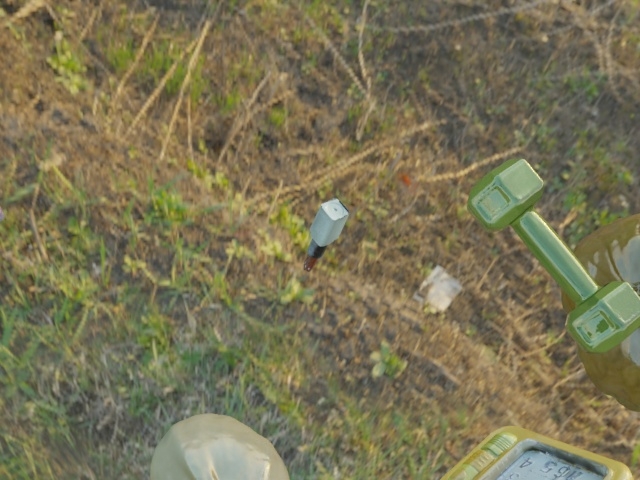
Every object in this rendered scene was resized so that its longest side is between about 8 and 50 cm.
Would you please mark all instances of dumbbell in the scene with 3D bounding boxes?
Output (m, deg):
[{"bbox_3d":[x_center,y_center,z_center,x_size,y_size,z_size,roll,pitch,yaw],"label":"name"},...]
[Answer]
[{"bbox_3d":[0.335,0.022,1.524,0.302,0.121,0.108,51,31,9],"label":"dumbbell"}]

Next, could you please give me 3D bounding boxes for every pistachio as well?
[{"bbox_3d":[-0.157,0.382,1.668,0.208,0.226,0.332,-49,33,-3],"label":"pistachio"}]

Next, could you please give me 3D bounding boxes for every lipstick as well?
[{"bbox_3d":[0.000,0.000,1.150,0.025,0.107,0.025,-23,62,-36],"label":"lipstick"}]

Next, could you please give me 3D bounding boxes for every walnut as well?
[{"bbox_3d":[0.589,0.127,1.835,0.308,0.398,0.354,-15,75,22],"label":"walnut"}]

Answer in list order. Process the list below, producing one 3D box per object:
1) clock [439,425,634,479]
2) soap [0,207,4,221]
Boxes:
[{"bbox_3d":[0.237,0.290,1.161,0.143,0.202,0.096,-33,114,-27],"label":"clock"},{"bbox_3d":[-0.440,-0.003,1.097,0.122,0.065,0.203,24,57,29],"label":"soap"}]
